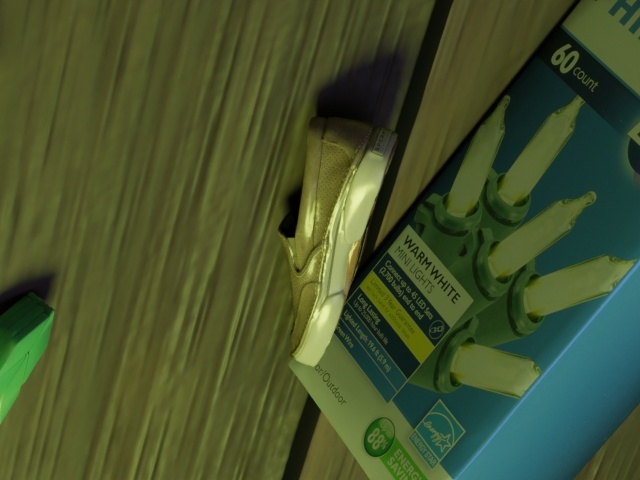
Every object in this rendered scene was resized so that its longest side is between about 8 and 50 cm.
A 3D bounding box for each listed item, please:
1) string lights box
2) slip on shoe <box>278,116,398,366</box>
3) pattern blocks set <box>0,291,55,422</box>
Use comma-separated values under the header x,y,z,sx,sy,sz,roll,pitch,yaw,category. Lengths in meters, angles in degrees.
x,y,z,sx,sy,sz,roll,pitch,yaw,category
0.114,0.011,0.944,0.076,0.133,0.260,26,107,-43,string lights box
0.000,0.000,0.931,0.041,0.051,0.135,19,130,2,slip on shoe
-0.213,0.062,0.753,0.285,0.026,0.325,-63,154,6,pattern blocks set
